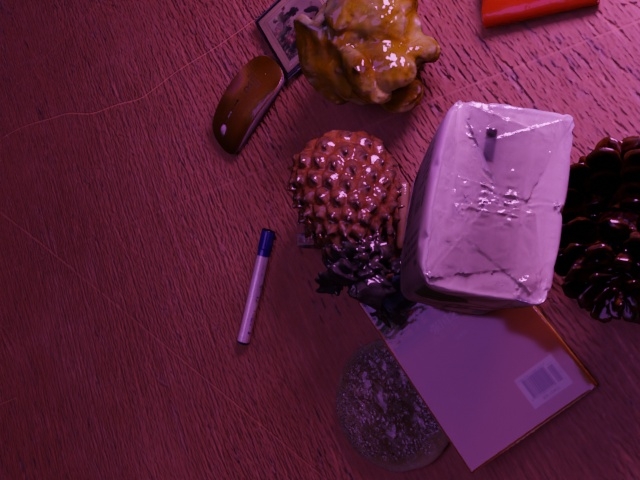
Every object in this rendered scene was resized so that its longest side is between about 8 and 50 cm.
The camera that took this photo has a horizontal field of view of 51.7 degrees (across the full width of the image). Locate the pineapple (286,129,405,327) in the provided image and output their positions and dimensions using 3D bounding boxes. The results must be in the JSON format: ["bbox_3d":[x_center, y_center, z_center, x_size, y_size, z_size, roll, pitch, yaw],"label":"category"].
[{"bbox_3d":[0.059,-0.012,1.236,0.222,0.222,0.358,-23,65,32],"label":"pineapple"}]

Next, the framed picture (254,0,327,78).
[{"bbox_3d":[-0.045,-0.493,1.487,0.195,0.010,0.199,-37,66,20],"label":"framed picture"}]

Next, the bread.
[{"bbox_3d":[0.138,0.314,1.271,0.266,0.040,0.267,-4,83,35],"label":"bread"}]

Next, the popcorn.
[{"bbox_3d":[0.096,-0.376,1.250,0.276,0.225,0.277,30,136,34],"label":"popcorn"}]

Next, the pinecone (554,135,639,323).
[{"bbox_3d":[0.436,-0.011,0.940,0.246,0.292,0.246,20,136,20],"label":"pinecone"}]

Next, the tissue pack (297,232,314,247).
[{"bbox_3d":[0.000,0.000,1.387,0.083,0.063,0.035,1,89,35],"label":"tissue pack"}]

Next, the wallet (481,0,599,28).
[{"bbox_3d":[0.383,-0.462,1.163,0.204,0.045,0.143,-2,84,36],"label":"wallet"}]

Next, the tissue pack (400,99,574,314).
[{"bbox_3d":[0.236,-0.029,1.013,0.193,0.356,0.266,11,83,3],"label":"tissue pack"}]

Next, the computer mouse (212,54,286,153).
[{"bbox_3d":[-0.176,-0.318,1.553,0.245,0.056,0.126,-52,59,22],"label":"computer mouse"}]

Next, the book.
[{"bbox_3d":[0.261,0.178,1.177,0.262,0.028,0.374,-41,62,15],"label":"book"}]

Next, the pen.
[{"bbox_3d":[-0.148,0.106,1.504,0.033,0.033,0.269,17,95,36],"label":"pen"}]

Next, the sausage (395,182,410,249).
[{"bbox_3d":[0.161,-0.047,1.298,0.024,0.024,0.133,0,85,36],"label":"sausage"}]
